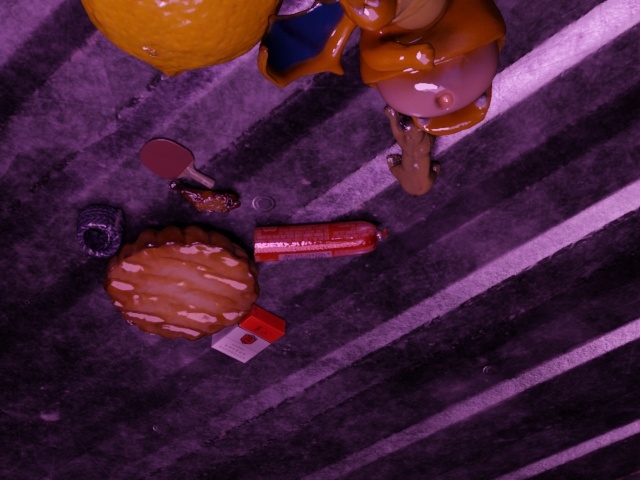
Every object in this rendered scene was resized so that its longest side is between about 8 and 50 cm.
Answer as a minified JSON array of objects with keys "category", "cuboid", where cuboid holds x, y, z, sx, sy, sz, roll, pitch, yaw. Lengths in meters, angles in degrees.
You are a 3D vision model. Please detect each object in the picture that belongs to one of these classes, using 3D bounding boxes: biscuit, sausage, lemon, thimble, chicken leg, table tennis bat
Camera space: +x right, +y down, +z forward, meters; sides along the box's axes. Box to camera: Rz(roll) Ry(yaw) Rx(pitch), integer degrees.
[{"category":"biscuit","cuboid":[-0.289,0.083,1.836,0.325,0.107,0.326,-3,138,-2]},{"category":"sausage","cuboid":[0.000,0.000,1.778,0.274,0.074,0.074,-4,136,3]},{"category":"lemon","cuboid":[-0.188,-0.399,1.184,0.335,0.336,0.336,-1,137,-1]},{"category":"thimble","cuboid":[-0.445,-0.019,1.752,0.095,0.066,0.104,21,133,-25]},{"category":"chicken leg","cuboid":[-0.226,-0.084,1.704,0.145,0.037,0.062,11,151,-10]},{"category":"table tennis bat","cuboid":[-0.269,-0.143,1.665,0.156,0.013,0.087,29,126,-26]}]

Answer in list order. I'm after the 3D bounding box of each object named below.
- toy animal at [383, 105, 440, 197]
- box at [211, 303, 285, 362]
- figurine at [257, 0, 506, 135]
[{"category":"toy animal","cuboid":[0.171,-0.162,1.589,0.103,0.101,0.219,-3,136,4]},{"category":"box","cuboid":[-0.167,0.217,2.021,0.100,0.048,0.152,30,131,-31]},{"category":"figurine","cuboid":[0.127,-0.350,1.199,0.268,0.401,0.387,17,173,25]}]
